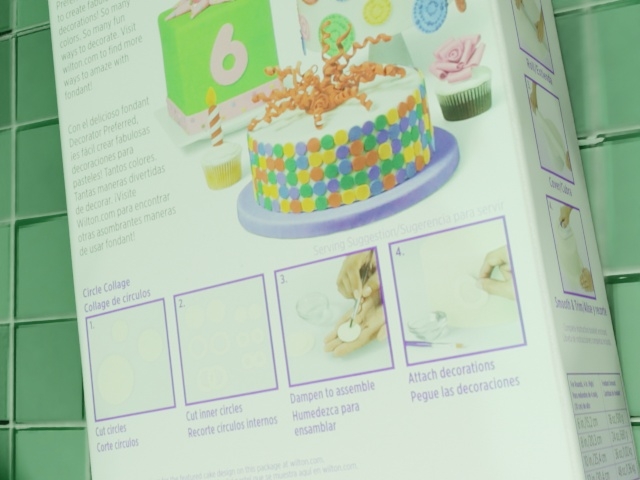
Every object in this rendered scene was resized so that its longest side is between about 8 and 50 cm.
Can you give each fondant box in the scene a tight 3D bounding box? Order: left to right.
[{"bbox_3d":[0.000,0.000,0.506,0.238,0.096,0.330,-14,78,29],"label":"fondant box"}]
